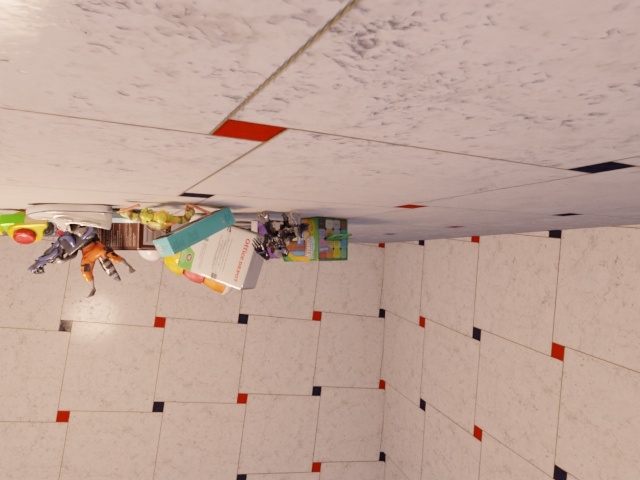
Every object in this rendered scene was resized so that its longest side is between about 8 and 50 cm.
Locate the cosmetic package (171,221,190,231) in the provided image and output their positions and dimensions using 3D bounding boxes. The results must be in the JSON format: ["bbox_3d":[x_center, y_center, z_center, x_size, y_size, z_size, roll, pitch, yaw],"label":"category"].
[{"bbox_3d":[-0.583,-0.036,2.115,0.239,0.098,0.060,0,180,19],"label":"cosmetic package"}]

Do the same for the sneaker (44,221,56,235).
[{"bbox_3d":[-1.141,-0.064,1.885,0.211,0.080,0.081,9,-173,20],"label":"sneaker"}]

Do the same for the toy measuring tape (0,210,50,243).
[{"bbox_3d":[-0.977,-0.049,1.664,0.330,0.121,0.121,-4,179,-17],"label":"toy measuring tape"}]

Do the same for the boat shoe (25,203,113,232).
[{"bbox_3d":[-0.797,-0.069,1.485,0.268,0.088,0.096,0,178,-6],"label":"boat shoe"}]

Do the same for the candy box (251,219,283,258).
[{"bbox_3d":[-0.202,-0.003,2.046,0.196,0.164,0.070,1,179,-33],"label":"candy box"}]

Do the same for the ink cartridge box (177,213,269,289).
[{"bbox_3d":[-0.357,0.042,1.733,0.289,0.211,0.121,18,-177,19],"label":"ink cartridge box"}]

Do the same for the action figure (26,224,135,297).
[{"bbox_3d":[-0.934,0.054,1.817,0.341,0.330,0.178,-30,-175,6],"label":"action figure"}]

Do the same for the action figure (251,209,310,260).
[{"bbox_3d":[-0.136,-0.040,1.638,0.164,0.140,0.275,-9,-159,16],"label":"action figure"}]

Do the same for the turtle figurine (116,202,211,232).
[{"bbox_3d":[-0.493,-0.068,1.470,0.270,0.087,0.217,-3,-179,-23],"label":"turtle figurine"}]

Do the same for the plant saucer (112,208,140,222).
[{"bbox_3d":[-0.711,-0.087,1.646,0.195,0.037,0.195,0,177,0],"label":"plant saucer"}]

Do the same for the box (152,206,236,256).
[{"bbox_3d":[-0.394,-0.029,1.475,0.101,0.060,0.244,-8,-161,47],"label":"box"}]

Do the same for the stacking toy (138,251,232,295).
[{"bbox_3d":[-0.647,0.071,2.304,0.480,0.350,0.351,11,174,-21],"label":"stacking toy"}]

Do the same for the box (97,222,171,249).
[{"bbox_3d":[-0.845,-0.024,1.968,0.382,0.143,0.191,1,178,24],"label":"box"}]

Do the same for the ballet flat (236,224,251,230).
[{"bbox_3d":[-0.294,-0.027,2.166,0.401,0.139,0.139,0,178,-38],"label":"ballet flat"}]

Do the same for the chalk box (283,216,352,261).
[{"bbox_3d":[0.000,0.000,1.942,0.180,0.179,0.289,2,177,-42],"label":"chalk box"}]
